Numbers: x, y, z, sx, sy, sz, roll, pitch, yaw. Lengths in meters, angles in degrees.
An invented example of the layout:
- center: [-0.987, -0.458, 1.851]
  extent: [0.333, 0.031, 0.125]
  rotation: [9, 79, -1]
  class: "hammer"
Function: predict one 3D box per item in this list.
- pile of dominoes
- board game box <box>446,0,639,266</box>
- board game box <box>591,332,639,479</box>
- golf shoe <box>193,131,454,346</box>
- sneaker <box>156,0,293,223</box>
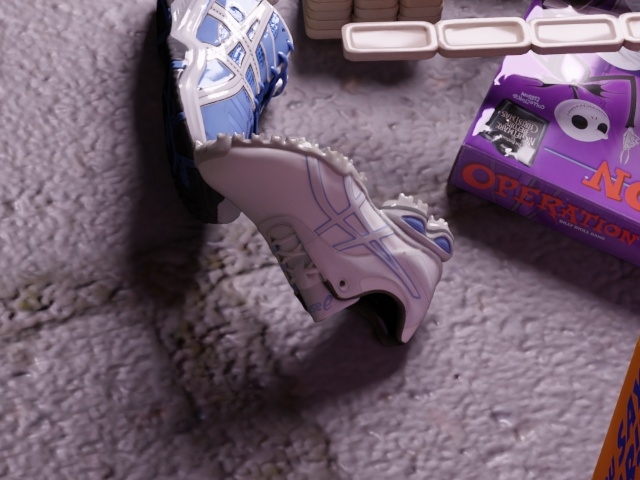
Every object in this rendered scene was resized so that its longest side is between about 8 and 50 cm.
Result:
- center: [0.113, -0.175, 1.278]
  extent: [0.251, 0.040, 0.196]
  rotation: [-2, 46, -4]
  class: "pile of dominoes"
- center: [0.276, -0.049, 1.247]
  extent: [0.347, 0.056, 0.208]
  rotation: [24, 57, 4]
  class: "board game box"
- center: [0.304, 0.230, 0.791]
  extent: [0.356, 0.356, 0.356]
  rotation: [8, 30, -7]
  class: "board game box"
- center: [0.000, 0.000, 1.104]
  extent: [0.176, 0.069, 0.086]
  rotation: [27, 64, -28]
  class: "golf shoe"
- center: [-0.056, -0.102, 1.186]
  extent: [0.081, 0.080, 0.211]
  rotation: [1, 56, -9]
  class: "sneaker"
